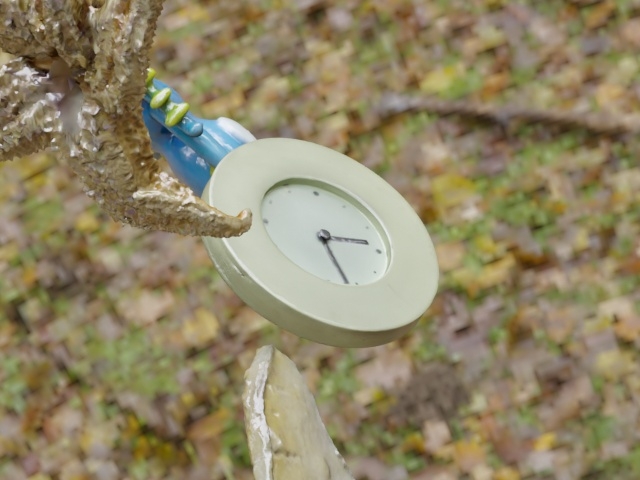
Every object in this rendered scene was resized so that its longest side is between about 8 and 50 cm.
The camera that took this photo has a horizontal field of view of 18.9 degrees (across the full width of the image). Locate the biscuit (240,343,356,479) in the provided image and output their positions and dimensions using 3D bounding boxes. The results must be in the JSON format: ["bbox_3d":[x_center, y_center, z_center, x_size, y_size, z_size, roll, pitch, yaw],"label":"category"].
[{"bbox_3d":[0.005,0.222,1.415,0.038,0.290,0.141,-24,4,23],"label":"biscuit"}]

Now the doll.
[{"bbox_3d":[-0.161,-0.130,2.169,0.099,0.341,0.346,-44,-6,-11],"label":"doll"}]

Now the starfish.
[{"bbox_3d":[-0.183,-0.141,1.253,0.301,0.293,0.084,16,48,9],"label":"starfish"}]

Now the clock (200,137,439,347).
[{"bbox_3d":[0.000,0.000,1.746,0.235,0.029,0.235,19,41,-17],"label":"clock"}]
